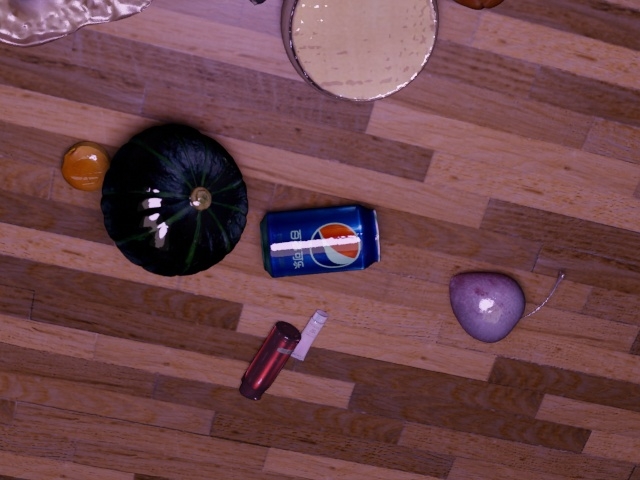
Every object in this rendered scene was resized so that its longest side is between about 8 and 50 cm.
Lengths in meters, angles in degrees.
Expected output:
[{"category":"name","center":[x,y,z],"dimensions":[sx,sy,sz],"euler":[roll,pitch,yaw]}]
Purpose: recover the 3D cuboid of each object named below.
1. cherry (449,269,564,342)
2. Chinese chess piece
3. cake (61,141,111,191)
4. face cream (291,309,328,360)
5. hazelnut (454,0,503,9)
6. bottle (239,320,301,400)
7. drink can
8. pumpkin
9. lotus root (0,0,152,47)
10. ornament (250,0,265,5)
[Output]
[{"category":"cherry","center":[0.319,0.091,1.762],"dimensions":[0.148,0.115,0.188],"euler":[40,104,21]},{"category":"Chinese chess piece","center":[0.062,-0.339,1.525],"dimensions":[0.250,0.103,0.249],"euler":[-2,116,-3]},{"category":"cake","center":[-0.393,-0.125,1.640],"dimensions":[0.084,0.044,0.084],"euler":[-2,119,-3]},{"category":"face cream","center":[-0.023,0.179,1.827],"dimensions":[0.038,0.020,0.115],"euler":[24,116,-16]},{"category":"hazelnut","center":[0.232,-0.455,1.423],"dimensions":[0.229,0.229,0.229],"euler":[-1,117,-2]},{"category":"bottle","center":[-0.099,0.229,1.829],"dimensions":[0.060,0.060,0.164],"euler":[26,113,-15]},{"category":"drink can","center":[0.000,0.000,1.685],"dimensions":[0.205,0.118,0.118],"euler":[-6,117,-2]},{"category":"pumpkin","center":[-0.254,-0.063,1.602],"dimensions":[0.248,0.248,0.248],"euler":[-1,117,-2]},{"category":"lotus root","center":[-0.409,-0.464,1.437],"dimensions":[0.375,0.111,0.390],"euler":[33,107,-19]},{"category":"ornament","center":[-0.095,-0.394,1.439],"dimensions":[0.081,0.203,0.088],"euler":[9,119,1]}]
